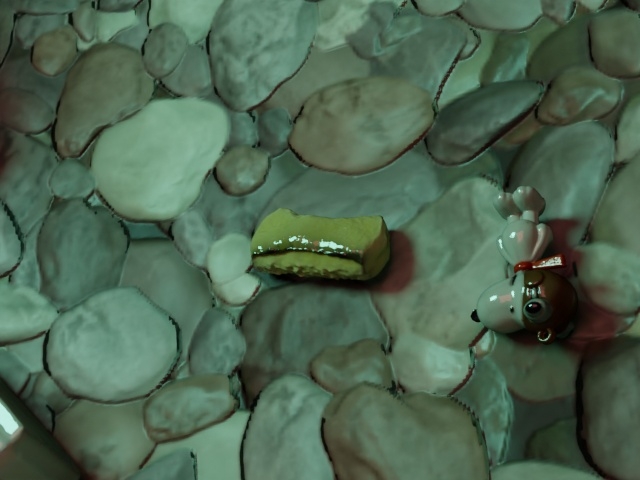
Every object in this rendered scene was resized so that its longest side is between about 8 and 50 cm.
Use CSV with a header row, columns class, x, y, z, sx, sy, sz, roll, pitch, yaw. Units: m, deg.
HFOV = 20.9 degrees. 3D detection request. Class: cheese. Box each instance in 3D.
class,x,y,z,sx,sy,sz,roll,pitch,yaw
cheese,0.000,0.000,0.977,0.083,0.030,0.044,4,43,30

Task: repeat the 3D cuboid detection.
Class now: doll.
class,x,y,z,sx,sy,sz,roll,pitch,yaw
doll,0.112,0.015,0.916,0.058,0.040,0.085,2,63,36

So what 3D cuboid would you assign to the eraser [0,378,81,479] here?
class,x,y,z,sx,sy,sz,roll,pitch,yaw
eraser,-0.276,0.181,0.957,0.279,0.081,0.124,-45,55,-6
